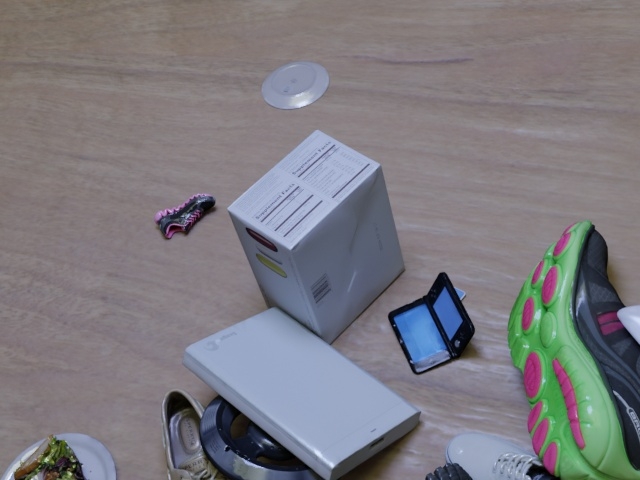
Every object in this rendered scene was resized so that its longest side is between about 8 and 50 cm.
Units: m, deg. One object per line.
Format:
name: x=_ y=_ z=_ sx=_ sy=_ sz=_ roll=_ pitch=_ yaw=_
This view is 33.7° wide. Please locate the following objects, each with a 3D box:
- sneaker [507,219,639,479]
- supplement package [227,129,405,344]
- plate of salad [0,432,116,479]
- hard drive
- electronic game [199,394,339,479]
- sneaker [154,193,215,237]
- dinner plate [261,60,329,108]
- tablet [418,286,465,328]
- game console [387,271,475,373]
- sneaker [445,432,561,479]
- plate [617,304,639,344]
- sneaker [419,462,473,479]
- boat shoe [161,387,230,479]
sneaker: x=0.397 y=0.167 z=1.519 sx=0.202 sy=0.185 sz=0.483 roll=22 pitch=41 yaw=-14
supplement package: x=0.000 y=0.000 z=1.679 sx=0.145 sy=0.262 sz=0.204 roll=32 pitch=65 yaw=35
plate of salad: x=-0.411 y=0.379 z=1.617 sx=0.199 sy=0.048 sz=0.200 roll=-7 pitch=49 yaw=9
hard drive: x=-0.030 y=0.220 z=1.582 sx=0.307 sy=0.040 sz=0.203 roll=34 pitch=37 yaw=30
electronic game: x=-0.064 y=0.287 z=1.547 sx=0.229 sy=0.048 sz=0.229 roll=10 pitch=31 yaw=-6
sneaker: x=-0.243 y=-0.042 z=1.932 sx=0.119 sy=0.047 sz=0.057 roll=-26 pitch=55 yaw=3
dinner plate: x=-0.052 y=-0.318 z=2.127 sx=0.141 sy=0.017 sz=0.141 roll=-8 pitch=50 yaw=10
tablet: x=0.191 y=0.104 z=1.709 sx=0.054 sy=0.006 sz=0.083 roll=27 pitch=62 yaw=32
game console: x=0.172 y=0.128 z=1.647 sx=0.071 sy=0.107 sz=0.122 roll=-5 pitch=51 yaw=-26
sneaker: x=0.285 y=0.323 z=1.441 sx=0.258 sy=0.091 sz=0.094 roll=22 pitch=59 yaw=30
plate: x=0.583 y=0.166 z=1.429 sx=0.277 sy=0.045 sz=0.277 roll=-5 pitch=45 yaw=-31
sneaker: x=0.110 y=0.419 z=1.342 sx=0.343 sy=0.134 sz=0.146 roll=-27 pitch=54 yaw=-32
boat shoe: x=-0.173 y=0.349 z=1.542 sx=0.109 sy=0.098 sz=0.302 roll=-22 pitch=48 yaw=-3
